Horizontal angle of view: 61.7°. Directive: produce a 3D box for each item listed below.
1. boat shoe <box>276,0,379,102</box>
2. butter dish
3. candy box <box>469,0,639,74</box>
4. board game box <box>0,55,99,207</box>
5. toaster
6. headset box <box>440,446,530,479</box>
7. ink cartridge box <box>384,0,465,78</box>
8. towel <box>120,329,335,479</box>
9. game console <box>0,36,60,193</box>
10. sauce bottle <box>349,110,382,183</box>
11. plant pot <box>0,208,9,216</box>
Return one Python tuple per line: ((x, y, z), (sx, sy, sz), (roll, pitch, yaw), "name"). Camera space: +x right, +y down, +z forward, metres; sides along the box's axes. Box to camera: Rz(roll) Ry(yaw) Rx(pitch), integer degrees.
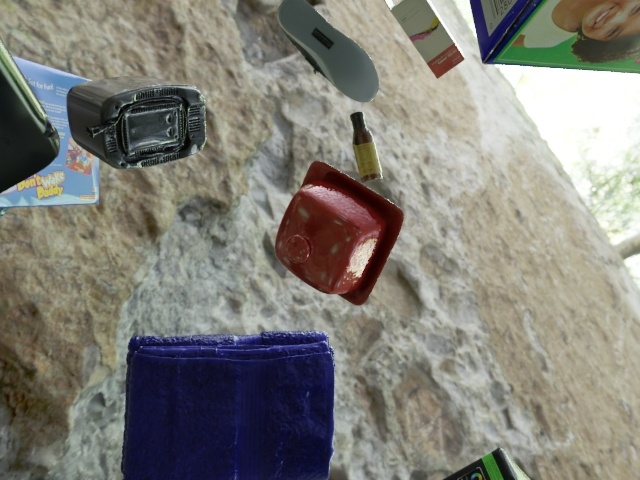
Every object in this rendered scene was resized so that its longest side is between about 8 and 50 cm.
((0.014, -0.453, 1.305), (0.306, 0.113, 0.105), (35, -177, -15), "boat shoe")
((0.000, 0.000, 0.694), (0.160, 0.160, 0.118), (35, -150, 23), "butter dish")
((0.258, -0.262, 0.382), (0.317, 0.122, 0.268), (-1, -107, -12), "candy box")
((-0.498, -0.172, 0.867), (0.347, 0.078, 0.234), (-20, -66, -76), "board game box")
((-0.311, -0.198, 0.882), (0.146, 0.129, 0.227), (24, -146, 34), "toaster")
((0.172, 0.415, 0.595), (0.131, 0.283, 0.246), (48, -165, -25), "headset box")
((0.197, -0.422, 1.037), (0.198, 0.067, 0.115), (49, -155, -17), "ink cartridge box")
((-0.127, 0.247, 0.780), (0.308, 0.076, 0.228), (2, -101, -16), "towel")
((-0.372, -0.087, 0.302), (0.342, 0.387, 0.060), (-32, -111, -18), "game console")
((0.080, -0.168, 0.966), (0.042, 0.042, 0.128), (-5, -99, -45), "sauce bottle")
((-0.661, -0.133, 0.957), (0.196, 0.293, 0.293), (40, -140, -4), "plant pot")
